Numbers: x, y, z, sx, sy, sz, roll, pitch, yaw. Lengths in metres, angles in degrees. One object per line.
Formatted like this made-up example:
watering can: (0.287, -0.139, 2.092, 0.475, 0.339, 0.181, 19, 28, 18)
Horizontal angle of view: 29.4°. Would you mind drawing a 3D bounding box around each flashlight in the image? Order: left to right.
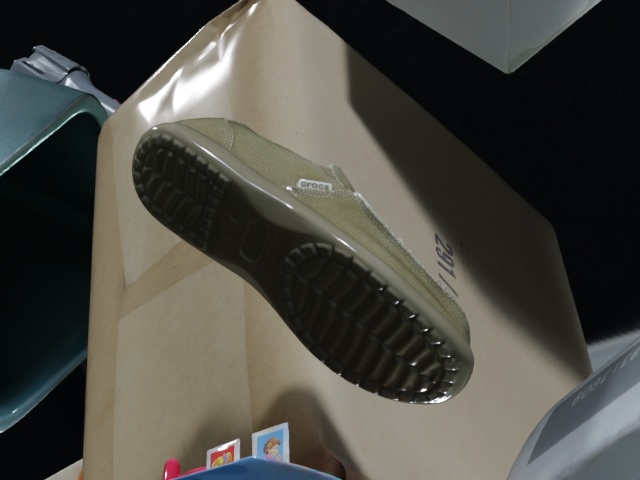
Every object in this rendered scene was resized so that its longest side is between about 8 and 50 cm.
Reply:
flashlight: (-0.221, -0.125, 1.456, 0.304, 0.103, 0.103, 32, -40, 12)

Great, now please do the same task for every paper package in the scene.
paper package: (0.027, 0.074, 0.712, 0.168, 0.325, 0.309, -33, -48, 27)

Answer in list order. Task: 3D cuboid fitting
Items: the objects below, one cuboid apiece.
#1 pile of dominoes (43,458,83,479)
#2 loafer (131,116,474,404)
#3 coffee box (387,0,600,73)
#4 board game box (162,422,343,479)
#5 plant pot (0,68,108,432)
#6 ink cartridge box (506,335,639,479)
pile of dominoes: (-0.141, 0.235, 0.692, 0.251, 0.040, 0.196, -30, -104, -7)
loafer: (0.000, 0.000, 0.448, 0.148, 0.050, 0.056, 40, -47, 5)
coffee box: (0.111, -0.269, 0.704, 0.119, 0.297, 0.168, 25, -45, -30)
board game box: (-0.039, 0.117, 0.463, 0.168, 0.033, 0.133, -19, -48, 21)
plant pot: (-0.336, -0.021, 1.184, 0.252, 0.248, 0.247, 29, -27, 37)
ink cartridge box: (0.305, 0.140, 0.462, 0.385, 0.091, 0.308, 40, -45, 1)
